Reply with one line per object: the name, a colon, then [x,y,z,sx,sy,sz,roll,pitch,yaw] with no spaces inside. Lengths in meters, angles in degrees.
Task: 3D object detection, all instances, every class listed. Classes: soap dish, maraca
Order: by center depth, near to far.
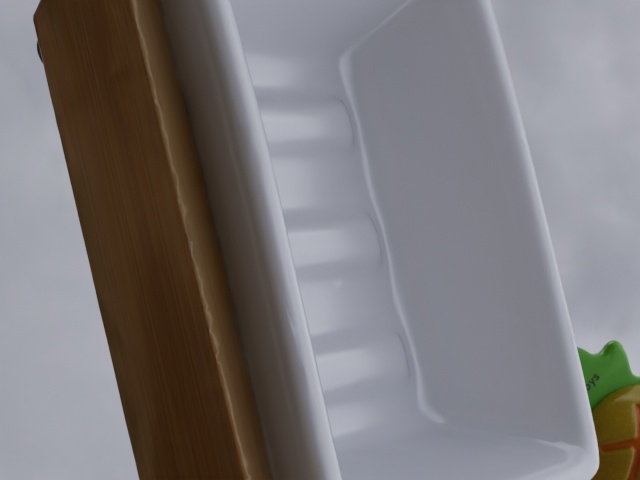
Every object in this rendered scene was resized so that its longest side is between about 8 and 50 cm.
soap dish: [0.000,0.000,0.754,0.118,0.229,0.291,-19,-98,38]
maraca: [0.244,0.162,1.347,0.186,0.127,0.099,44,-12,-16]
